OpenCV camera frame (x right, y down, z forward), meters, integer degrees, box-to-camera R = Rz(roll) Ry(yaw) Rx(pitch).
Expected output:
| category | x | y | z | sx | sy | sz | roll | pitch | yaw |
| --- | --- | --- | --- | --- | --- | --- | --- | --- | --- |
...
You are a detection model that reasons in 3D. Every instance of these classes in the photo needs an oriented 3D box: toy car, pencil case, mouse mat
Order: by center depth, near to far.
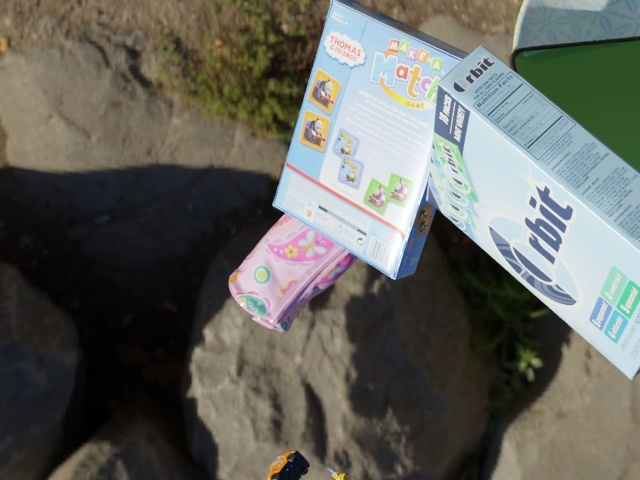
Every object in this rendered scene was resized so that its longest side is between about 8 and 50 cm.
| category | x | y | z | sx | sy | sz | roll | pitch | yaw |
| --- | --- | --- | --- | --- | --- | --- | --- | --- | --- |
| mouse mat | 0.230 | -0.065 | 0.886 | 0.152 | 0.190 | 0.007 | -9 | 163 | -24 |
| toy car | -0.019 | 0.306 | 1.520 | 0.122 | 0.040 | 0.060 | 32 | 79 | -35 |
| pencil case | 0.000 | 0.000 | 1.674 | 0.284 | 0.124 | 0.124 | -44 | 123 | 15 |

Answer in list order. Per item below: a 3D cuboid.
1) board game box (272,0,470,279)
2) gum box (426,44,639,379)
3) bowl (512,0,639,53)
| category | x | y | z | sx | sy | sz | roll | pitch | yaw |
| --- | --- | --- | --- | --- | --- | --- | --- | --- | --- |
| board game box | 0.049 | -0.095 | 1.097 | 0.039 | 0.160 | 0.211 | -12 | 126 | -49 |
| gum box | 0.146 | -0.012 | 0.729 | 0.041 | 0.184 | 0.157 | -41 | 161 | -14 |
| bowl | 0.359 | -0.205 | 1.217 | 0.289 | 0.289 | 0.156 | -37 | 135 | 24 |
